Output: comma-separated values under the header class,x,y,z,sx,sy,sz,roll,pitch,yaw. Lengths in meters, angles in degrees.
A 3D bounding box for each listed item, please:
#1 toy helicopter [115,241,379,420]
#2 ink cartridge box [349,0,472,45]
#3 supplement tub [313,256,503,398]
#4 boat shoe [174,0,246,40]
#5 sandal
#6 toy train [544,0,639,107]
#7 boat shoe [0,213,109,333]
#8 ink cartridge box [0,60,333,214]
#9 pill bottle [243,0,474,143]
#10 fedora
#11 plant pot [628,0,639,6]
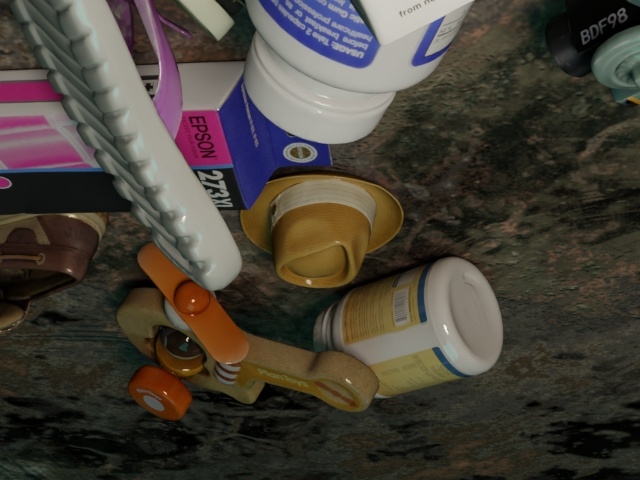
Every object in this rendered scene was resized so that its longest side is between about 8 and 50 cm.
class,x,y,z,sx,sy,sz,roll,pitch,yaw
toy helicopter,-0.096,0.124,1.273,0.355,0.140,0.235,11,141,28
ink cartridge box,0.003,-0.220,0.451,0.092,0.160,0.219,-28,124,5
supplement tub,0.105,0.112,1.295,0.199,0.144,0.144,-20,143,35
boat shoe,-0.118,-0.269,0.680,0.113,0.127,0.340,-44,140,-1
sandal,-0.153,-0.139,0.859,0.169,0.102,0.416,31,151,45
toy train,0.329,-0.195,0.757,0.190,0.142,0.334,14,150,-39
boat shoe,-0.389,0.046,1.235,0.342,0.123,0.123,-16,146,29
ink cartridge box,-0.180,-0.096,1.037,0.371,0.069,0.176,-3,150,5
pill bottle,0.036,-0.196,0.704,0.152,0.152,0.272,11,139,-16
fedora,0.000,0.000,1.171,0.194,0.079,0.194,1,150,1
plant pot,0.190,-0.303,0.341,0.334,0.341,0.341,-27,145,4
